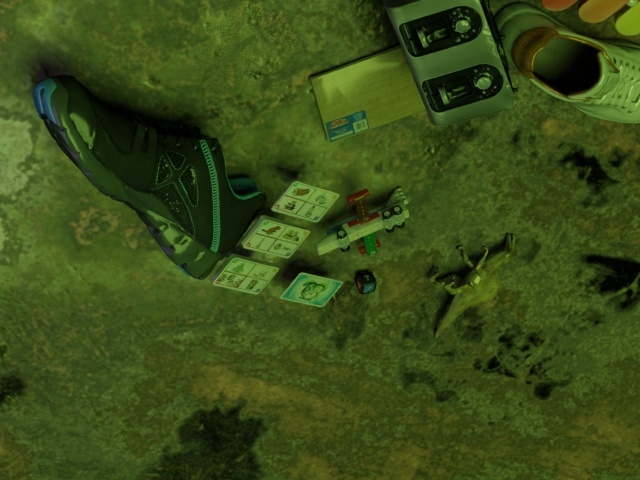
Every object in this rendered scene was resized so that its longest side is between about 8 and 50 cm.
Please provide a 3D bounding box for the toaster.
[{"bbox_3d":[0.145,-0.246,1.790,0.110,0.186,0.168,-18,123,10],"label":"toaster"}]

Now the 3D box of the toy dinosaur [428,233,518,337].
[{"bbox_3d":[0.193,0.064,2.084,0.092,0.053,0.183,28,110,-33],"label":"toy dinosaur"}]

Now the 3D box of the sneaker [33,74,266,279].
[{"bbox_3d":[-0.197,-0.099,1.817,0.139,0.125,0.341,-43,134,1],"label":"sneaker"}]

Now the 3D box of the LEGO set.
[{"bbox_3d":[0.000,0.000,1.966,0.244,0.060,0.182,14,126,-41],"label":"LEGO set"}]

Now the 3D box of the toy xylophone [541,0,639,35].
[{"bbox_3d":[0.421,-0.325,1.844,0.322,0.081,0.236,18,141,-24],"label":"toy xylophone"}]

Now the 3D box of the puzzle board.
[{"bbox_3d":[0.058,-0.179,1.905,0.128,0.011,0.096,-20,127,-5],"label":"puzzle board"}]

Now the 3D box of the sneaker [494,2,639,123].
[{"bbox_3d":[0.343,-0.192,1.925,0.290,0.123,0.106,15,114,-28],"label":"sneaker"}]
